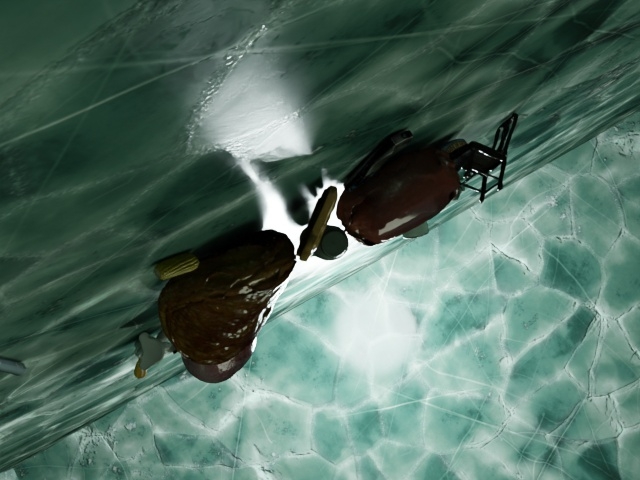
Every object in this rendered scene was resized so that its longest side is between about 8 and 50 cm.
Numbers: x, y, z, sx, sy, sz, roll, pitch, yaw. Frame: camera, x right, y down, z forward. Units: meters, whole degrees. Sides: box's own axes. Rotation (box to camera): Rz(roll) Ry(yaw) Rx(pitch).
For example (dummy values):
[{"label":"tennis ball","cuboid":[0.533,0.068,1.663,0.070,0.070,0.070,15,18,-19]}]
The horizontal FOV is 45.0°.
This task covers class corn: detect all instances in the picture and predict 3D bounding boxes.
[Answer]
[{"label":"corn","cuboid":[-0.259,0.046,1.394,0.092,0.037,0.037,-22,169,-46]}]

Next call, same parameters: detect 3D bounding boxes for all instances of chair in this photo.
[{"label":"chair","cuboid":[0.395,-0.218,1.878,0.106,0.113,0.229,138,-31,-64]}]

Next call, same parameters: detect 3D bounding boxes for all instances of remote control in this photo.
[{"label":"remote control","cuboid":[0.108,-0.151,1.496,0.059,0.028,0.212,-24,171,-31]}]

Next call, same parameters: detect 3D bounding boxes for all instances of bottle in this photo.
[{"label":"bottle","cuboid":[0.000,0.000,1.738,0.253,0.096,0.080,-165,-85,-79]}]

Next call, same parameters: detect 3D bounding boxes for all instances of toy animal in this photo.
[{"label":"toy animal","cuboid":[-0.450,0.307,2.109,0.127,0.131,0.181,-6,178,-10]}]

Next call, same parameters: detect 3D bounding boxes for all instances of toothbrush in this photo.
[{"label":"toothbrush","cuboid":[-0.579,0.220,1.393,0.030,0.025,0.342,-30,172,-15]}]

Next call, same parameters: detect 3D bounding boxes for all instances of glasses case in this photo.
[{"label":"glasses case","cuboid":[0.248,-0.145,1.848,0.122,0.082,0.321,-32,173,-29]}]

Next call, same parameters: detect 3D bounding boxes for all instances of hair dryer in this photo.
[{"label":"hair dryer","cuboid":[0.235,-0.087,2.163,0.073,0.131,0.236,-13,-170,-6]}]

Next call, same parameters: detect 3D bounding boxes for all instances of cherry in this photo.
[{"label":"cherry","cuboid":[-0.299,0.278,2.200,0.239,0.206,0.239,-27,131,-35]}]

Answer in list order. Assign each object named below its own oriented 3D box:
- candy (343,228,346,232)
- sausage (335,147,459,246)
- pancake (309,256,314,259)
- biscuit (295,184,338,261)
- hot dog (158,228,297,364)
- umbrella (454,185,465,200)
[{"label":"candy","cuboid":[0.172,-0.053,2.284,0.335,0.093,0.092,-13,121,-36]},{"label":"sausage","cuboid":[0.165,-0.094,1.641,0.279,0.152,0.152,-30,173,-10]},{"label":"pancake","cuboid":[0.010,0.035,2.410,0.114,0.011,0.115,-29,172,-4]},{"label":"biscuit","cuboid":[-0.005,-0.036,1.527,0.035,0.163,0.250,17,151,-7]},{"label":"hot dog","cuboid":[-0.188,0.109,1.599,0.267,0.174,0.387,-26,160,-36]},{"label":"umbrella","cuboid":[0.424,-0.149,2.614,0.046,0.050,0.188,-6,-168,46]}]
